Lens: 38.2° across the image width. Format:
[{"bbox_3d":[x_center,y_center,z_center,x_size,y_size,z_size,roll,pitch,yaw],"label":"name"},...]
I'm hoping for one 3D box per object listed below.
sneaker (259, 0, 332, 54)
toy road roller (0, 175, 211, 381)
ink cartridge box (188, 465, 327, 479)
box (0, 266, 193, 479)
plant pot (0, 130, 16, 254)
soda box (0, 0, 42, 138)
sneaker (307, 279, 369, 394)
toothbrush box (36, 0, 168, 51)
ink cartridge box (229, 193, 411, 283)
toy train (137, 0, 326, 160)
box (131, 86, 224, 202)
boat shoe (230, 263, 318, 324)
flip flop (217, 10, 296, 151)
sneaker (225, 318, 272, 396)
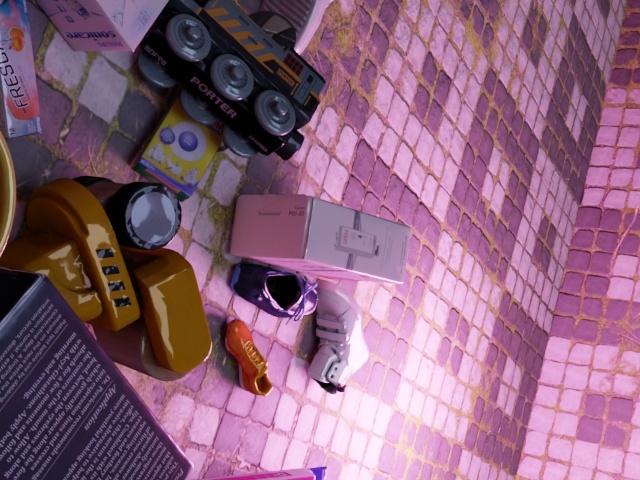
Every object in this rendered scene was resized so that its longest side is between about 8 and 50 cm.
[{"bbox_3d":[0.000,-0.486,1.748,0.150,0.135,0.366,33,69,-51],"label":"sneaker"},{"bbox_3d":[-0.323,0.070,1.314,0.240,0.202,0.330,-30,116,-37],"label":"toy road roller"},{"bbox_3d":[-0.111,0.536,1.766,0.371,0.069,0.176,7,89,-46],"label":"ink cartridge box"},{"bbox_3d":[-0.394,0.225,1.137,0.212,0.293,0.395,-57,139,-33],"label":"box"},{"bbox_3d":[-0.499,-0.052,0.975,0.254,0.239,0.254,-14,107,-55],"label":"plant pot"},{"bbox_3d":[-0.419,-0.228,1.222,0.058,0.063,0.183,-24,116,-53],"label":"soda box"},{"bbox_3d":[0.021,0.213,1.950,0.151,0.094,0.256,-51,134,-35],"label":"sneaker"},{"bbox_3d":[-0.324,-0.439,1.273,0.216,0.126,0.295,-63,143,-28],"label":"toothbrush box"},{"bbox_3d":[0.000,0.000,1.732,0.283,0.207,0.117,15,81,-45],"label":"ink cartridge box"},{"bbox_3d":[-0.143,-0.278,1.493,0.334,0.142,0.190,40,51,-18],"label":"toy train"},{"bbox_3d":[-0.221,-0.164,1.517,0.105,0.043,0.179,35,61,-19],"label":"box"},{"bbox_3d":[-0.072,0.110,1.791,0.258,0.089,0.109,14,84,-57],"label":"boat shoe"},{"bbox_3d":[-0.141,-0.280,1.622,0.112,0.080,0.277,28,84,-15],"label":"flip flop"},{"bbox_3d":[-0.130,0.218,1.745,0.064,0.067,0.175,-49,132,-38],"label":"sneaker"}]
